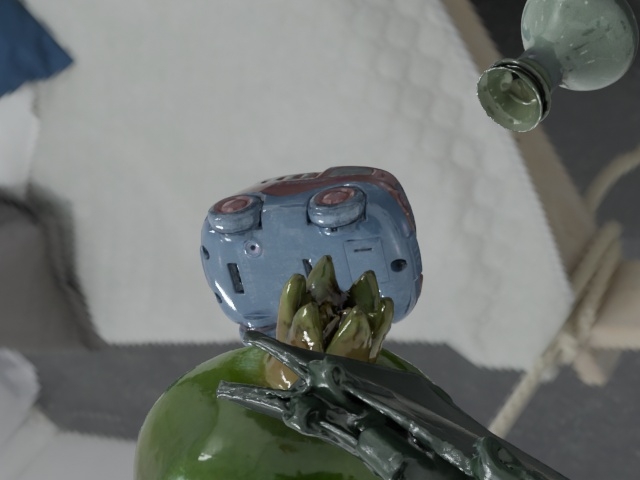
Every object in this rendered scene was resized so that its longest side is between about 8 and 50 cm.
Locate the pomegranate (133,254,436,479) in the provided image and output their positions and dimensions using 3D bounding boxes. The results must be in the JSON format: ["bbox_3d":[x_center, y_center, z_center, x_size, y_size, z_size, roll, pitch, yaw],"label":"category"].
[{"bbox_3d":[-0.001,0.205,1.368,0.310,0.216,0.358,2,123,-15],"label":"pomegranate"}]

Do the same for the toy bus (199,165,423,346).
[{"bbox_3d":[0.000,0.000,2.002,0.294,0.232,0.197,-5,114,21],"label":"toy bus"}]

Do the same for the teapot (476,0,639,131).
[{"bbox_3d":[0.334,-0.261,2.212,0.183,0.251,0.183,27,141,24],"label":"teapot"}]

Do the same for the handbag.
[{"bbox_3d":[0.089,0.147,0.955,0.247,0.079,0.260,29,178,34],"label":"handbag"}]
